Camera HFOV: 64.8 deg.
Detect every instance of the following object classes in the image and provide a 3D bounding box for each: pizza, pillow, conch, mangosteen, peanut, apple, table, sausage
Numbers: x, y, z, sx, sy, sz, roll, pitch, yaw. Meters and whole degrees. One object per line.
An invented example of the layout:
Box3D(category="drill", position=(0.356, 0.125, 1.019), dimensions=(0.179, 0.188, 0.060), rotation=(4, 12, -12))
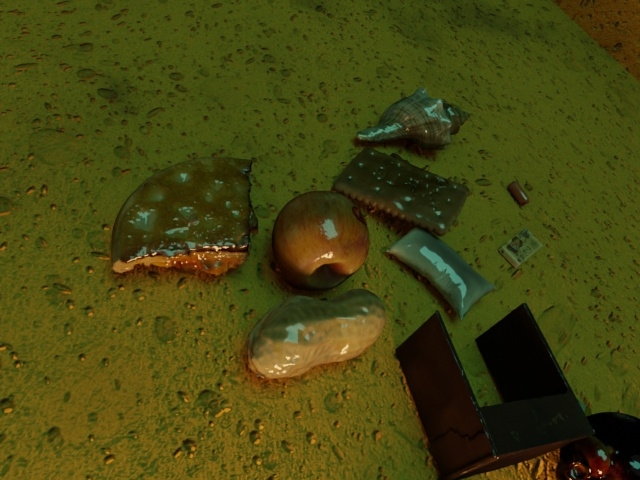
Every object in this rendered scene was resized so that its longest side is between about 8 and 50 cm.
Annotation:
Box3D(category="pizza", position=(-0.253, -0.050, 1.060), dimensions=(0.277, 0.114, 0.409), rotation=(33, 51, 2))
Box3D(category="pillow", position=(0.296, 0.072, 1.240), dimensions=(0.254, 0.078, 0.144), rotation=(44, 54, 14))
Box3D(category="conch", position=(0.284, -0.367, 1.500), dimensions=(0.385, 0.170, 0.203), rotation=(1, 31, -25))
Box3D(category="mangosteen", position=(0.569, 0.451, 0.988), dimensions=(0.265, 0.228, 0.228), rotation=(11, 52, -26))
Box3D(category="peanut", position=(0.000, 0.178, 0.994), dimensions=(0.313, 0.149, 0.149), rotation=(-7, 60, -27))
Box3D(category="apple", position=(0.000, 0.000, 1.078), dimensions=(0.211, 0.211, 0.188), rotation=(2, 54, -23))
Box3D(category="table", position=(0.335, 0.301, 1.024), dimensions=(0.250, 0.196, 0.282), rotation=(-2, 55, -24))
Box3D(category="sausage", position=(0.617, -0.148, 1.569), dimensions=(0.034, 0.034, 0.083), rotation=(-12, 63, -30))

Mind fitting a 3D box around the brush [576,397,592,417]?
Box3D(category="brush", position=(0.655, 0.456, 1.168), dimensions=(0.205, 0.011, 0.083), rotation=(41, 49, 7))

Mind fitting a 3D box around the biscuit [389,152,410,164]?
Box3D(category="biscuit", position=(0.236, -0.202, 1.449), dimensions=(0.129, 0.019, 0.119), rotation=(26, 50, -5))

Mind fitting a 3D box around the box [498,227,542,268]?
Box3D(category="box", position=(0.571, 0.020, 1.437), dimensions=(0.149, 0.020, 0.073), rotation=(-29, 72, -36))

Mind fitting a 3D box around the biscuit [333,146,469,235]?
Box3D(category="biscuit", position=(0.217, -0.140, 1.329), dimensions=(0.324, 0.044, 0.217), rotation=(26, 47, 17))
